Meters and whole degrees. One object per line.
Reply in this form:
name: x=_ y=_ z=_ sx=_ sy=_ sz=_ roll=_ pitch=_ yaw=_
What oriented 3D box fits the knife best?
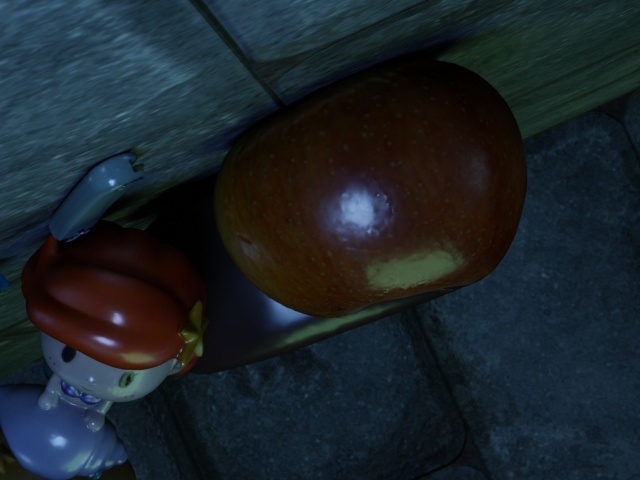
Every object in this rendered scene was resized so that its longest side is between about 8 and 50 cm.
knife: x=-0.154 y=-0.030 z=1.088 sx=0.044 sy=0.023 sz=0.162 roll=-27 pitch=178 yaw=-24

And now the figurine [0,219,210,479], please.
figurine: x=-0.179 y=0.084 z=1.237 sx=0.208 sy=0.181 sz=0.257 roll=-22 pitch=151 yaw=-53

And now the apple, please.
apple: x=0.042 y=-0.031 z=1.183 sx=0.234 sy=0.173 sz=0.210 roll=-24 pitch=177 yaw=19

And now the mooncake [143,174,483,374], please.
mooncake: x=0.000 y=0.000 z=1.450 sx=0.325 sy=0.174 sz=0.334 roll=-21 pitch=-179 yaw=4

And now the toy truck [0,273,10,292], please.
toy truck: x=-0.327 y=0.071 z=1.231 sx=0.175 sy=0.081 sz=0.067 roll=-44 pitch=-173 yaw=-28
